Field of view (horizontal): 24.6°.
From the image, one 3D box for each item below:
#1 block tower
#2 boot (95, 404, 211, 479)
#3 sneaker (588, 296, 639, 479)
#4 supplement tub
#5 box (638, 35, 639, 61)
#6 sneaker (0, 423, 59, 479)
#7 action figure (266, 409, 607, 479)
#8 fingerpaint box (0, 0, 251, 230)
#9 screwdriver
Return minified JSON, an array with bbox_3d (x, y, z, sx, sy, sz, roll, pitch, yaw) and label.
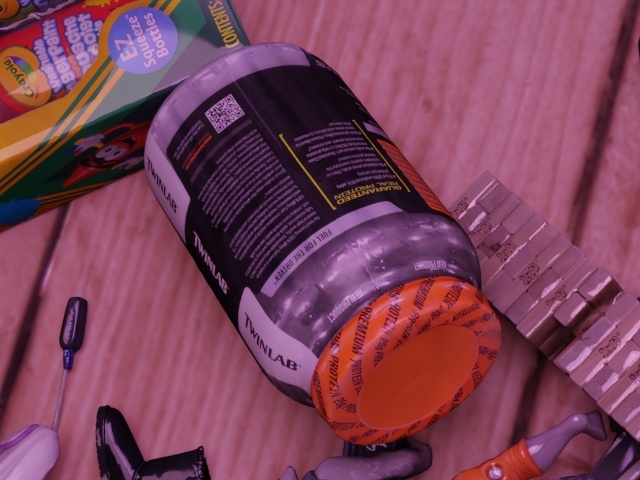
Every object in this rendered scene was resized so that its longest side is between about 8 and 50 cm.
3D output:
[{"bbox_3d":[0.236,0.079,1.275,0.091,0.097,0.335,-46,56,2],"label":"block tower"},{"bbox_3d":[-0.155,0.208,1.365,0.099,0.045,0.121,-8,81,7],"label":"boot"},{"bbox_3d":[0.281,0.151,1.322,0.222,0.083,0.118,-47,59,-2],"label":"sneaker"},{"bbox_3d":[0.000,0.000,1.272,0.207,0.207,0.338,-33,52,-3],"label":"supplement tub"},{"bbox_3d":[0.423,-0.140,1.394,0.225,0.036,0.136,-4,75,7],"label":"box"},{"bbox_3d":[-0.311,0.314,1.339,0.152,0.114,0.305,35,73,-15],"label":"sneaker"},{"bbox_3d":[0.079,0.208,1.259,0.330,0.178,0.341,-9,68,15],"label":"action figure"},{"bbox_3d":[-0.304,-0.268,1.449,0.371,0.163,0.444,-23,73,0],"label":"fingerpaint box"},{"bbox_3d":[-0.244,0.138,1.410,0.025,0.024,0.169,8,81,-21],"label":"screwdriver"}]
